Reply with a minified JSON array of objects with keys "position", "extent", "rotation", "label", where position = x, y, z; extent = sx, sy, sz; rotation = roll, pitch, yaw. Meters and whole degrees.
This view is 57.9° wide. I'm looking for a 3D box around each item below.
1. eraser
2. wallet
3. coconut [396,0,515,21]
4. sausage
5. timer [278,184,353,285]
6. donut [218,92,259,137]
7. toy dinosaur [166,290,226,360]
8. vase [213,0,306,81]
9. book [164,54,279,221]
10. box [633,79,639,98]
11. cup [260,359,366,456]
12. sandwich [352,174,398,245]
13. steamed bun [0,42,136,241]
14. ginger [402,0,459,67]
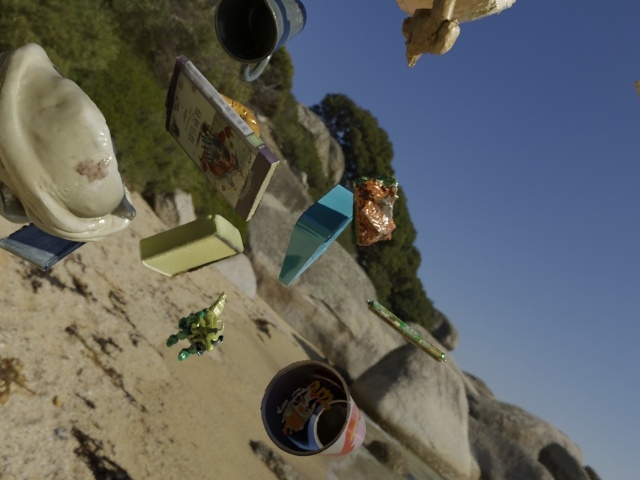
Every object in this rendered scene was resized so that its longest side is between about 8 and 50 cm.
[{"position":[-0.252,0.011,1.137],"extent":[0.117,0.172,0.058],"rotation":[48,26,-64],"label":"eraser"},{"position":[-0.806,-0.002,1.717],"extent":[0.167,0.036,0.222],"rotation":[26,34,6],"label":"wallet"},{"position":[0.323,-0.741,1.463],"extent":[0.405,0.404,0.404],"rotation":[37,-6,4],"label":"coconut"},{"position":[0.229,0.243,1.548],"extent":[0.269,0.033,0.033],"rotation":[37,-6,2],"label":"sausage"},{"position":[0.000,0.000,1.533],"extent":[0.091,0.232,0.250],"rotation":[34,-46,11],"label":"timer"},{"position":[-0.283,-0.338,1.691],"extent":[0.227,0.114,0.226],"rotation":[33,26,-19],"label":"donut"},{"position":[-0.315,0.225,1.562],"extent":[0.094,0.153,0.259],"rotation":[61,18,-26],"label":"toy dinosaur"},{"position":[-0.130,-0.513,1.389],"extent":[0.156,0.251,0.301],"rotation":[22,31,7],"label":"vase"},{"position":[-0.166,-0.155,0.911],"extent":[0.231,0.026,0.157],"rotation":[49,-36,11],"label":"book"},{"position":[0.628,-0.270,1.108],"extent":[0.046,0.012,0.083],"rotation":[-38,104,-80],"label":"box"},{"position":[0.010,0.405,1.316],"extent":[0.203,0.203,0.288],"rotation":[34,-13,29],"label":"cup"},{"position":[0.129,-0.050,1.329],"extent":[0.160,0.109,0.184],"rotation":[-96,-177,-57],"label":"sandwich"},{"position":[-0.482,-0.136,0.986],"extent":[0.324,0.219,0.309],"rotation":[50,-24,20],"label":"steamed bun"},{"position":[0.233,-0.481,1.221],"extent":[0.059,0.214,0.133],"rotation":[-6,11,-44],"label":"ginger"}]
